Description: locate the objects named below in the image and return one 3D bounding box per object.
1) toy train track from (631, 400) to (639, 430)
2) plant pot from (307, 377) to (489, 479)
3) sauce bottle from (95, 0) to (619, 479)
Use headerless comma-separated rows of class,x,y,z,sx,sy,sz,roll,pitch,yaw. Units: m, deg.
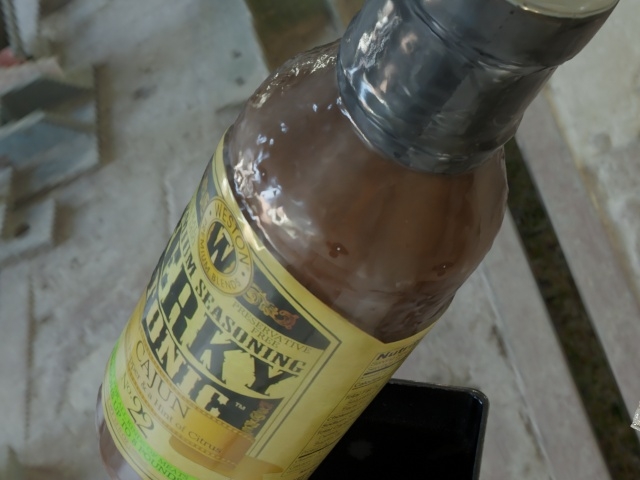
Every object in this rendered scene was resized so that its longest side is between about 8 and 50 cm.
toy train track,0.125,0.047,0.449,0.048,0.014,0.083,20,92,34
plant pot,-0.013,0.193,0.786,0.187,0.167,0.188,7,39,7
sauce bottle,0.000,0.000,0.551,0.111,0.344,0.111,13,50,-16
